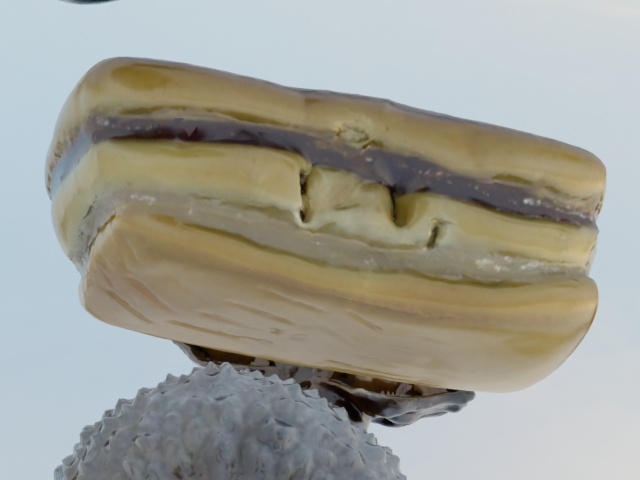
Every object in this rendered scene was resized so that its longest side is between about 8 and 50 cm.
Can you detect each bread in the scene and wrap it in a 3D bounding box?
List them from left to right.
[{"bbox_3d":[0.000,0.000,0.662,0.200,0.077,0.116,11,160,-11],"label":"bread"}]

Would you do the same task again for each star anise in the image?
[{"bbox_3d":[0.000,0.089,1.454,0.214,0.099,0.220,-31,-119,-5],"label":"star anise"}]

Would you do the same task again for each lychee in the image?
[{"bbox_3d":[-0.056,0.228,1.261,0.300,0.300,0.300,10,-161,-3],"label":"lychee"}]

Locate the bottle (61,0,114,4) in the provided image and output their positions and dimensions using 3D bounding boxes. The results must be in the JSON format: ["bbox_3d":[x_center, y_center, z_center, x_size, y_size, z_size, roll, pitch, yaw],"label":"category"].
[{"bbox_3d":[-0.099,-0.196,0.512,0.143,0.271,0.156,-22,-173,15],"label":"bottle"}]
